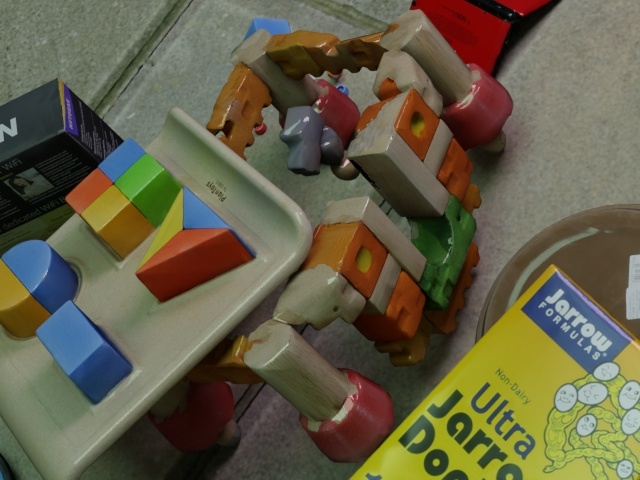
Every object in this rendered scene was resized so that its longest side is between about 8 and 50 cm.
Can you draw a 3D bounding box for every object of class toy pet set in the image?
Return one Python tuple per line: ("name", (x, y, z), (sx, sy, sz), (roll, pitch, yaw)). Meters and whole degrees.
("toy pet set", (-0.045, -0.202, 1.984), (0.122, 0.065, 0.114), (-24, 54, 15))

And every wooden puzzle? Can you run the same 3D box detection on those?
("wooden puzzle", (-0.204, 0.039, 1.669), (0.348, 0.080, 0.322), (-47, 38, -2))

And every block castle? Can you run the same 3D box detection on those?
("block castle", (0.000, 0.000, 1.755), (0.303, 0.213, 0.453), (-2, 54, 42))

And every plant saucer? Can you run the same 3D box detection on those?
("plant saucer", (0.273, 0.080, 1.657), (0.278, 0.041, 0.278), (-14, 56, 22))

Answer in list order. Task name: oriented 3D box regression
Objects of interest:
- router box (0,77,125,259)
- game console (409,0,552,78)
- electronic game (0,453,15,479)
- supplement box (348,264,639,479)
("router box", (-0.354, -0.031, 1.944), (0.309, 0.243, 0.081), (-24, 54, 15))
("game console", (0.181, -0.253, 1.921), (0.144, 0.085, 0.124), (35, 114, 39))
("electronic game", (-0.432, 0.321, 1.904), (0.229, 0.048, 0.229), (-14, 57, 22))
("supplement box", (0.173, 0.233, 1.490), (0.356, 0.195, 0.194), (-48, 57, 3))
